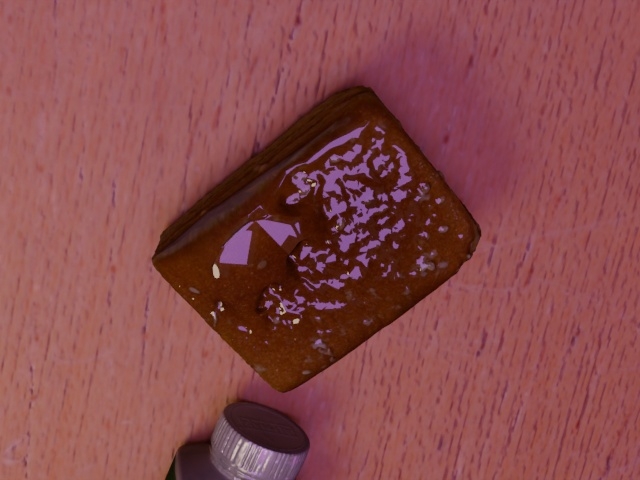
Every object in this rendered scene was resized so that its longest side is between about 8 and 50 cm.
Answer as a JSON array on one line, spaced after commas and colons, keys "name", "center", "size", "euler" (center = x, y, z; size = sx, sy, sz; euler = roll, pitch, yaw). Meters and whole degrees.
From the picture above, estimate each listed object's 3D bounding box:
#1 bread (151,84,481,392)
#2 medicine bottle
[{"name": "bread", "center": [0.000, 0.000, 1.003], "size": [0.234, 0.110, 0.184], "euler": [-39, 110, 6]}, {"name": "medicine bottle", "center": [-0.085, 0.253, 1.092], "size": [0.132, 0.088, 0.188], "euler": [20, 106, -13]}]
